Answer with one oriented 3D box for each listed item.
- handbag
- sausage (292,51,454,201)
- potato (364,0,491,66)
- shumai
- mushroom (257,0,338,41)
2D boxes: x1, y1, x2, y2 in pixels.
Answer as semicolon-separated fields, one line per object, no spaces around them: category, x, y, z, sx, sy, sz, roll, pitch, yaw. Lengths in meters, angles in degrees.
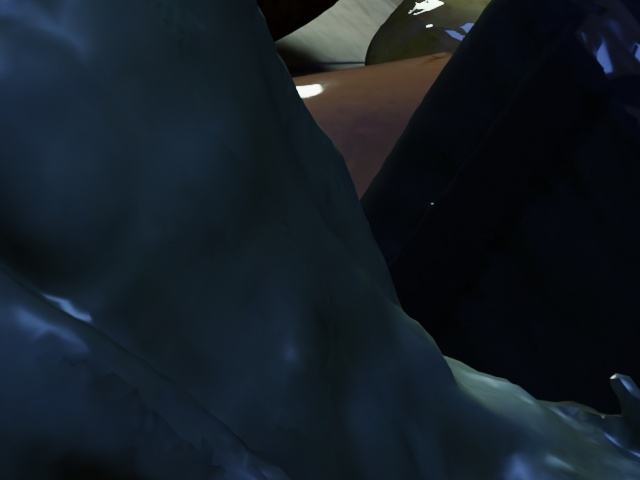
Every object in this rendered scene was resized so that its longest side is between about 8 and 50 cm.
handbag;0.109;0.057;0.502;0.181;0.181;0.254;1;45;-46
sausage;0.081;-0.014;0.708;0.304;0.121;0.121;-9;34;-35
potato;0.092;-0.086;0.887;0.107;0.080;0.170;25;26;26
shumai;-0.044;0.034;0.374;0.289;0.292;0.330;7;62;18
mushroom;-0.056;-0.181;0.894;0.138;0.194;0.231;31;44;33
